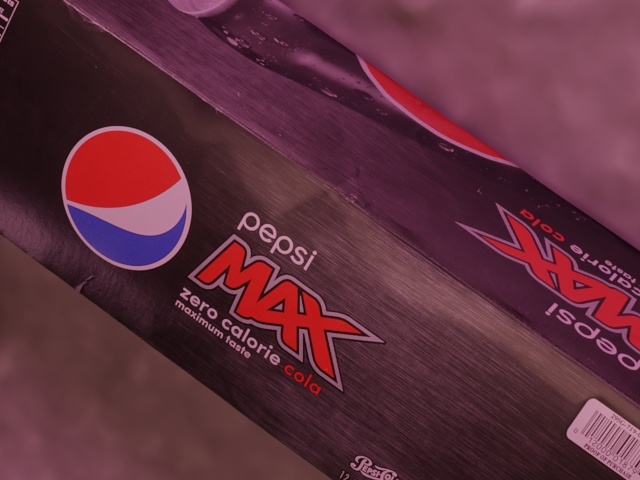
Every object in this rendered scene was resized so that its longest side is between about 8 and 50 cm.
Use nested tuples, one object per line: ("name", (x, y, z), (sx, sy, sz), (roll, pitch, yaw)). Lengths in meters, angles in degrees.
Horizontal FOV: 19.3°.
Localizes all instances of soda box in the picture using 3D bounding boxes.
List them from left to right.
("soda box", (0.000, 0.000, 0.371), (0.169, 0.060, 0.053), (36, 120, 11))
